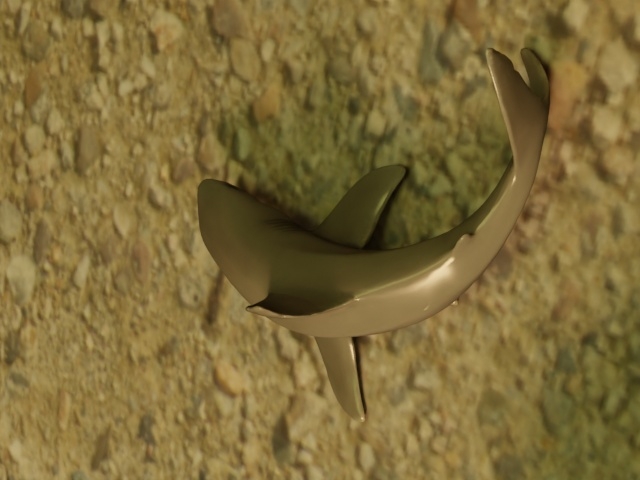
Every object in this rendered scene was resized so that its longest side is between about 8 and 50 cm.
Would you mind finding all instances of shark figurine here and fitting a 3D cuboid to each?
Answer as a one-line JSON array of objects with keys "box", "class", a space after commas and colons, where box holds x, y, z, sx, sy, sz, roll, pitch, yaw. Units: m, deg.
[{"box": [0.020, 0.010, 0.775, 0.278, 0.116, 0.166, -21, 80, 44], "class": "shark figurine"}]
